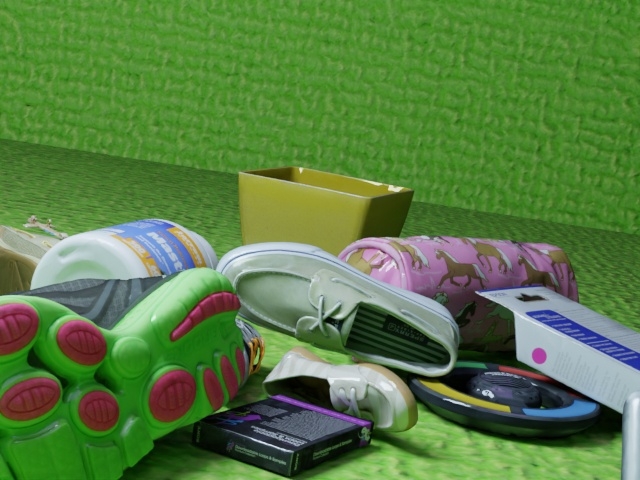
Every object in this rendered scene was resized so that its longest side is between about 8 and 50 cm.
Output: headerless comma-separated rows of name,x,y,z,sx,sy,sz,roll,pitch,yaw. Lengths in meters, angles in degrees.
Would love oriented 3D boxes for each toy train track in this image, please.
toy train track,-0.362,-0.019,1.826,0.048,0.014,0.083,0,17,-46

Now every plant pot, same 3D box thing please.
plant pot,0.000,0.000,2.087,0.212,0.187,0.212,11,10,21

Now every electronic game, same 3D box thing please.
electronic game,0.215,0.180,1.613,0.229,0.048,0.229,8,9,-1

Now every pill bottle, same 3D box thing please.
pill bottle,-0.220,0.053,1.655,0.152,0.152,0.272,11,10,16

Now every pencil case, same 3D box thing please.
pencil case,0.184,0.079,1.832,0.386,0.160,0.167,1,-15,-43

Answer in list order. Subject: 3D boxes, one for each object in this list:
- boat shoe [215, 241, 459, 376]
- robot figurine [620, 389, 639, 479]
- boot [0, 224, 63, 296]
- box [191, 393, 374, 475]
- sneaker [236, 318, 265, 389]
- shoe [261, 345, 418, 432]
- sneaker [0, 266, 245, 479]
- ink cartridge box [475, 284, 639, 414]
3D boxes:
boat shoe,0.024,0.079,1.596,0.302,0.109,0.094,15,13,-7
robot figurine,0.455,0.200,1.237,0.353,0.199,0.300,8,-23,0
boot,-0.359,0.030,1.850,0.203,0.095,0.262,0,14,-43
box,-0.035,0.191,1.370,0.116,0.029,0.162,13,9,30
sneaker,-0.100,0.125,1.562,0.083,0.084,0.215,12,7,-13
shoe,0.018,0.167,1.470,0.058,0.076,0.219,-26,22,-33
sneaker,-0.247,0.130,1.232,0.202,0.185,0.483,-9,-2,26
ink cartridge box,0.371,0.155,1.663,0.371,0.069,0.176,30,18,32
